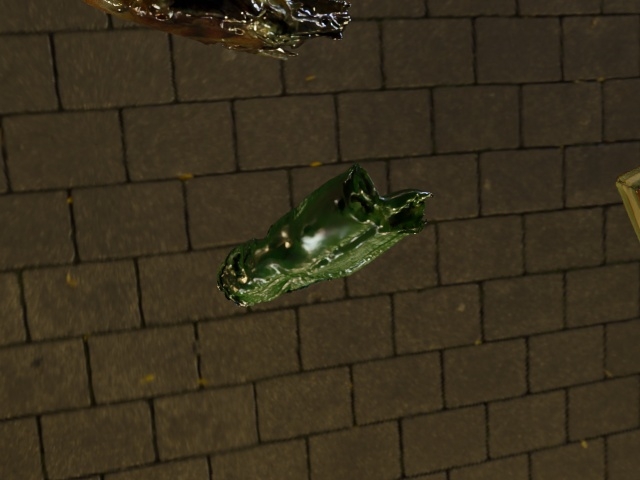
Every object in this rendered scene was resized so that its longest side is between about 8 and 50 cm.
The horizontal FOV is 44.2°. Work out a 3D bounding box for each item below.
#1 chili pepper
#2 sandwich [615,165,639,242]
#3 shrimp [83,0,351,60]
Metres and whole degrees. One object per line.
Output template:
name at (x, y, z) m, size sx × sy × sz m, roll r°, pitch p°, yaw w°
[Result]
chili pepper at (0.000, -0.002, 0.707) m, size 0.098 × 0.061 × 0.224 m, roll 32°, pitch 132°, yaw -31°
sandwich at (0.524, -0.041, 1.159) m, size 0.113 × 0.079 × 0.163 m, roll -28°, pitch 107°, yaw 3°
shrimp at (-0.101, -0.289, 0.711) m, size 0.364 × 0.071 × 0.233 m, roll 11°, pitch 123°, yaw -32°
